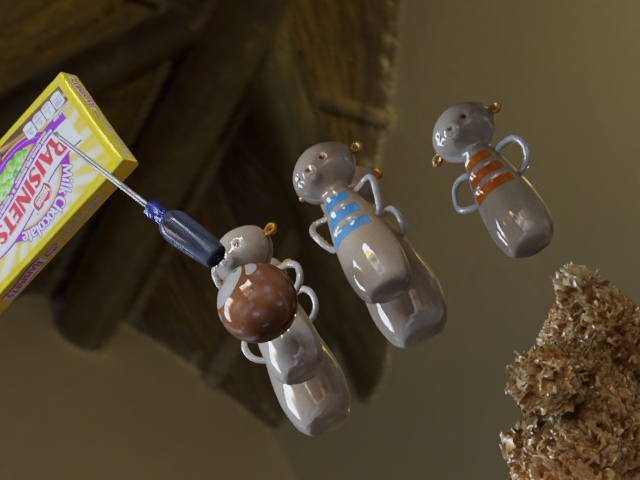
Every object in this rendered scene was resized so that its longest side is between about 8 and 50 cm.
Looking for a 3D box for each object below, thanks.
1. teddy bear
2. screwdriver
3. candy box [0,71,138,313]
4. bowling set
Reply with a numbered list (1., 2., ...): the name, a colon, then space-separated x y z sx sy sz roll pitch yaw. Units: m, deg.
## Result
1. teddy bear: 0.218 0.165 1.304 0.113 0.338 0.245 -28 -80 35
2. screwdriver: -0.130 -0.032 1.197 0.024 0.170 0.025 -58 -29 10
3. candy box: -0.245 -0.030 1.387 0.206 0.105 0.027 -46 -24 17
4. bowling set: 0.000 0.000 1.183 0.287 0.154 0.200 -42 -33 24
